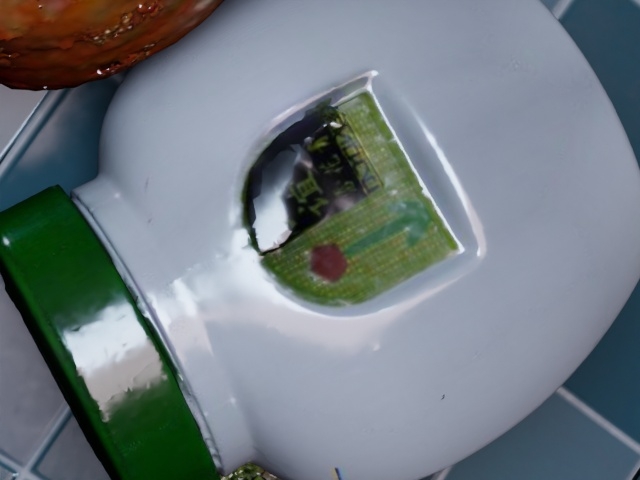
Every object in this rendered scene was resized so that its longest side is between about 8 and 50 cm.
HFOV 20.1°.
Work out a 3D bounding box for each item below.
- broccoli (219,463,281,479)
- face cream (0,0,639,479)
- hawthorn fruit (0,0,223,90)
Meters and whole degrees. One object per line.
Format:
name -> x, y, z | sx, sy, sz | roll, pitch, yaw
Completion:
broccoli -> -0.042, 0.137, 1.195 | 0.095, 0.097, 0.092 | -17, 59, -34
face cream -> 0.000, 0.000, 1.092 | 0.357, 0.219, 0.312 | -29, 85, -11
hawthorn fruit -> -0.150, -0.226, 0.993 | 0.315, 0.316, 0.316 | -2, 98, -16
